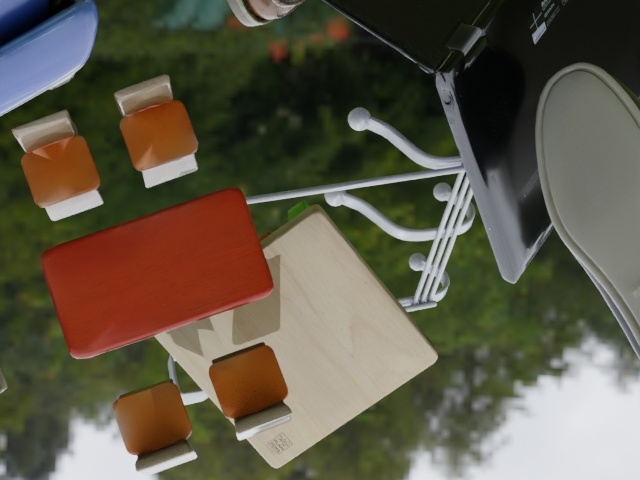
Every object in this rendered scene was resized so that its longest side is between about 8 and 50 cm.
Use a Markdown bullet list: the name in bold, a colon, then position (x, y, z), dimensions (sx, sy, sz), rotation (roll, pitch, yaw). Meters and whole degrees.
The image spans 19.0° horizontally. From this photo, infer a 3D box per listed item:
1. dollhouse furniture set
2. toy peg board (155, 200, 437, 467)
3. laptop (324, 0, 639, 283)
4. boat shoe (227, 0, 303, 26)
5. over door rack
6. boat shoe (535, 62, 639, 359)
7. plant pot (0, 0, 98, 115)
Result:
- **dollhouse furniture set**: position (-0.165, 0.040, 1.336), dimensions (0.259, 0.262, 0.135), rotation (-20, 174, -4)
- **toy peg board**: position (-0.022, 0.064, 1.494), dimensions (0.160, 0.161, 0.079), rotation (-35, -158, 11)
- **laptop**: position (0.124, -0.253, 1.704), dimensions (0.236, 0.408, 0.382), rotation (16, -124, 34)
- **boat shoe**: position (0.009, -0.300, 1.674), dimensions (0.104, 0.111, 0.307), rotation (-5, -141, 30)
- **over door rack**: position (0.000, 0.000, 1.799), dimensions (0.324, 0.239, 0.108), rotation (-20, -123, -27)
- **boat shoe**: position (0.277, 0.010, 1.594), dimensions (0.112, 0.335, 0.095), rotation (-30, 161, 20)
- **plant pot**: position (-0.266, -0.161, 1.090), dimensions (0.236, 0.212, 0.236), rotation (-30, -158, -8)
